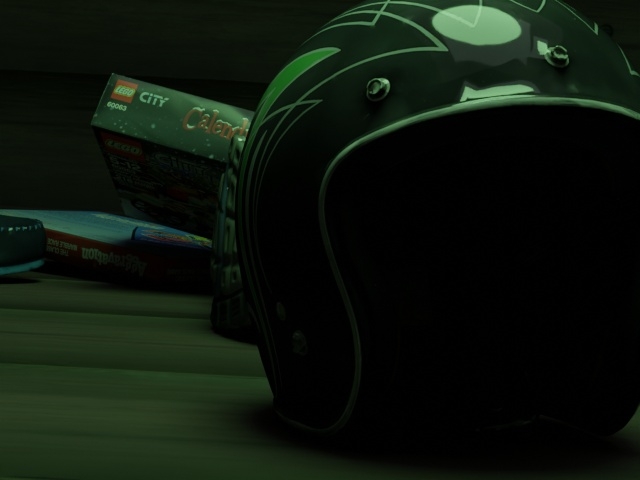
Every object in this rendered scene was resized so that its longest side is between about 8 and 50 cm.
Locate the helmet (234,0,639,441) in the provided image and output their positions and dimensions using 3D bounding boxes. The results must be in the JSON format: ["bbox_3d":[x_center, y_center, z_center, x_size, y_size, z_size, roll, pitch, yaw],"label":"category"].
[{"bbox_3d":[0.046,-0.013,0.585,0.169,0.162,0.169,3,3,0],"label":"helmet"}]

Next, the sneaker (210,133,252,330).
[{"bbox_3d":[0.000,0.000,0.959,0.129,0.111,0.297,8,3,-1],"label":"sneaker"}]

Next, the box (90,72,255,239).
[{"bbox_3d":[-0.037,-0.035,1.147,0.233,0.044,0.159,16,-20,9],"label":"box"}]

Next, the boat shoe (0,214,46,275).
[{"bbox_3d":[-0.314,-0.018,1.118,0.258,0.089,0.109,2,3,-30],"label":"boat shoe"}]

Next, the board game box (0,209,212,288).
[{"bbox_3d":[-0.156,0.005,1.300,0.145,0.027,0.281,-1,8,-43],"label":"board game box"}]
